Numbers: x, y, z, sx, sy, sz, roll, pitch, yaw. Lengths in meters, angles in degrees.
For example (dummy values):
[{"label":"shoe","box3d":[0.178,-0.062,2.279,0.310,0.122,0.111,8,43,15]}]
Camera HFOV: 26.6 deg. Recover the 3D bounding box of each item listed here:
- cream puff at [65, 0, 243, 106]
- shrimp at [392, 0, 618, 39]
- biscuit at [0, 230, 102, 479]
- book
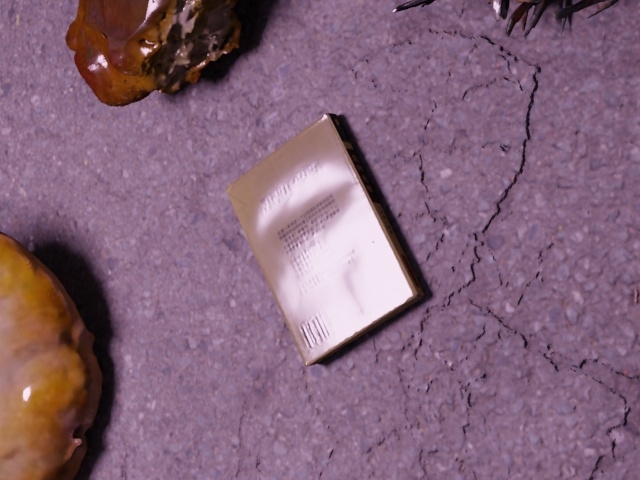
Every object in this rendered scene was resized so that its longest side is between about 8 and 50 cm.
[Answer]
[{"label":"cream puff","box3d":[-0.182,-0.284,1.528,0.269,0.155,0.241,-12,80,34]},{"label":"shrimp","box3d":[0.228,-0.277,1.252,0.372,0.172,0.137,-30,77,21]},{"label":"biscuit","box3d":[-0.488,0.170,1.611,0.446,0.104,0.429,-17,99,-3]},{"label":"book","box3d":[0.000,0.000,1.468,0.161,0.026,0.231,-34,70,26]}]
